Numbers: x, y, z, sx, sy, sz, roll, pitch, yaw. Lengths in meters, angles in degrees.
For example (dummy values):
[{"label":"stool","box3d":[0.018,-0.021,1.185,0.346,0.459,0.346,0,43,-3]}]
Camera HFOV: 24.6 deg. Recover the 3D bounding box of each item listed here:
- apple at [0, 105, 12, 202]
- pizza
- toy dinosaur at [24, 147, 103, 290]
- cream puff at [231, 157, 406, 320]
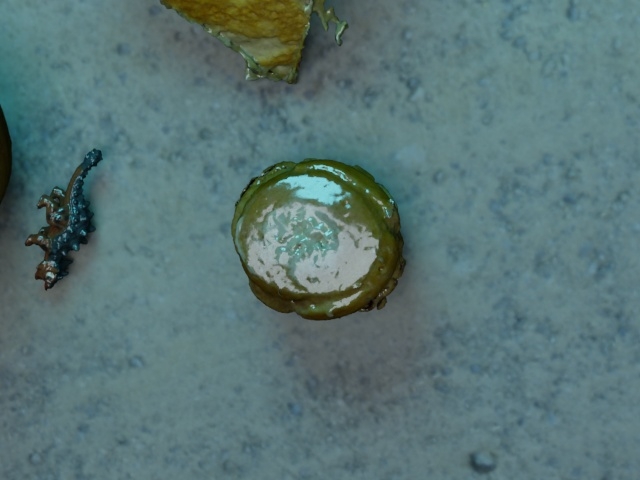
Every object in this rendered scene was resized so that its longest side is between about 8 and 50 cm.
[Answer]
[{"label":"apple","box3d":[-0.414,-0.051,1.314,0.250,0.277,0.309,21,119,-16]},{"label":"pizza","box3d":[-0.081,-0.241,1.257,0.279,0.075,0.288,-1,143,16]},{"label":"toy dinosaur","box3d":[-0.242,-0.020,1.398,0.055,0.049,0.154,28,110,7]},{"label":"cream puff","box3d":[0.000,0.000,1.323,0.165,0.115,0.150,42,99,10]}]
